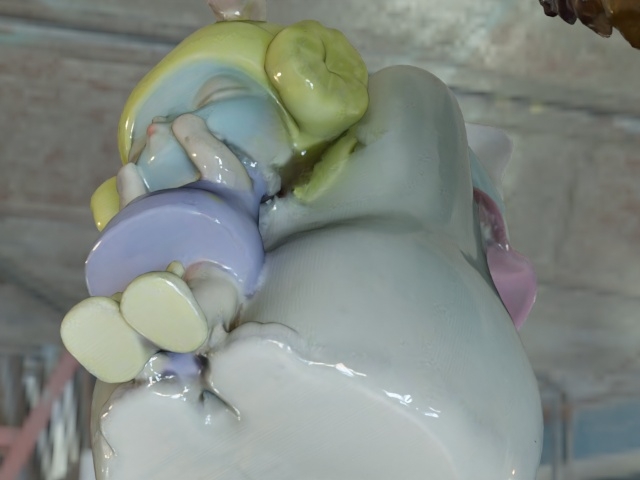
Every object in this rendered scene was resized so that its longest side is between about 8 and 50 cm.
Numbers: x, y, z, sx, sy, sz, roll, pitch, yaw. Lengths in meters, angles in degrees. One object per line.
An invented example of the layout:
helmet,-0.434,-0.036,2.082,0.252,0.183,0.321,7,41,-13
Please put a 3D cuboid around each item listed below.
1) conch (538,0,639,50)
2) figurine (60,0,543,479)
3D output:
conch,0.173,-0.094,0.522,0.232,0.086,0.080,-22,172,20
figurine,0.000,0.000,0.562,0.155,0.235,0.127,38,120,-19
